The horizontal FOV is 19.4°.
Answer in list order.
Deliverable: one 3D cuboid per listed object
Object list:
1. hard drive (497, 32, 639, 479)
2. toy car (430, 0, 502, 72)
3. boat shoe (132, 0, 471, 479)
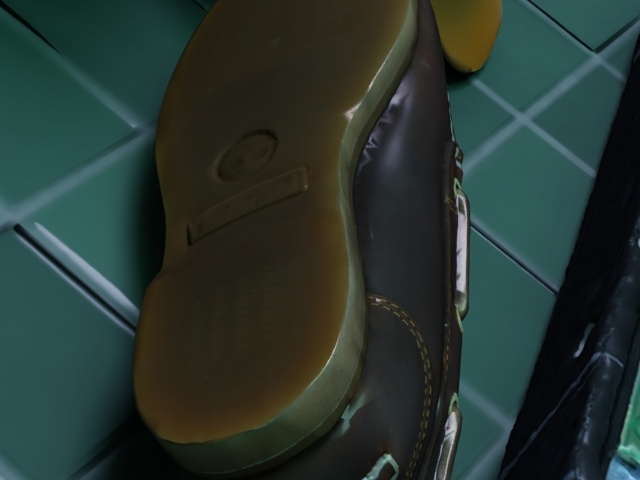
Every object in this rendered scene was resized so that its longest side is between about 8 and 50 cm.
[{"bbox_3d":[0.186,0.038,0.542,0.237,0.064,0.339,30,36,-2],"label":"hard drive"},{"bbox_3d":[-0.009,-0.150,0.554,0.238,0.219,0.210,59,37,-10],"label":"toy car"},{"bbox_3d":[0.000,0.000,0.460,0.073,0.073,0.207,56,28,-33],"label":"boat shoe"}]
